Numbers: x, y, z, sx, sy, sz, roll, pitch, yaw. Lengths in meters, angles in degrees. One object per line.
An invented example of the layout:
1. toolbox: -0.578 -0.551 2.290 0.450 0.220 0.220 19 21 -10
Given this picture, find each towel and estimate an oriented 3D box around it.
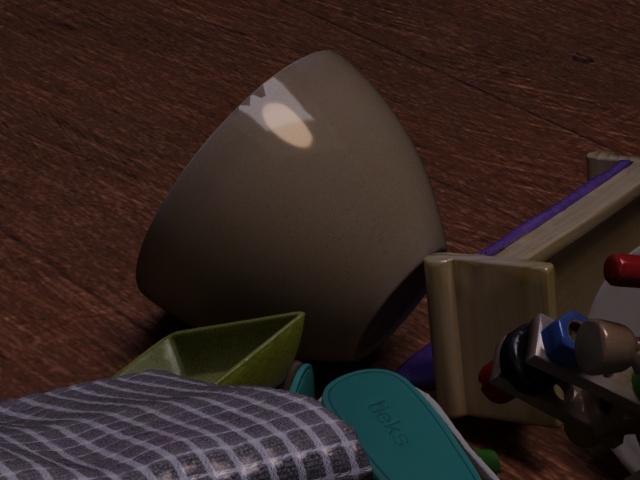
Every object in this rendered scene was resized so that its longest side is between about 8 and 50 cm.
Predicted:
1. towel: -0.138 0.150 1.035 0.235 0.121 0.284 -10 11 -34

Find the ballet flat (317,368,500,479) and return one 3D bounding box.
1. ballet flat: 0.100 0.243 1.199 0.139 0.139 0.400 -2 29 -23

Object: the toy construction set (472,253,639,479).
1. toy construction set: 0.270 0.152 1.288 0.237 0.309 0.257 4 35 -25

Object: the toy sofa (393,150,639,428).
1. toy sofa: 0.211 0.032 1.586 0.177 0.150 0.362 7 21 32

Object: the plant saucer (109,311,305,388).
1. plant saucer: -0.118 0.129 1.336 0.188 0.045 0.188 -12 20 49

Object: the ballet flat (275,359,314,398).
1. ballet flat: -0.050 0.179 1.323 0.096 0.095 0.280 -5 27 1

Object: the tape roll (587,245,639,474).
1. tape roll: 0.368 0.099 1.440 0.246 0.246 0.169 29 23 32

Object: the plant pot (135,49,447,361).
1. plant pot: 0.000 0.000 1.525 0.191 0.284 0.284 40 35 14
